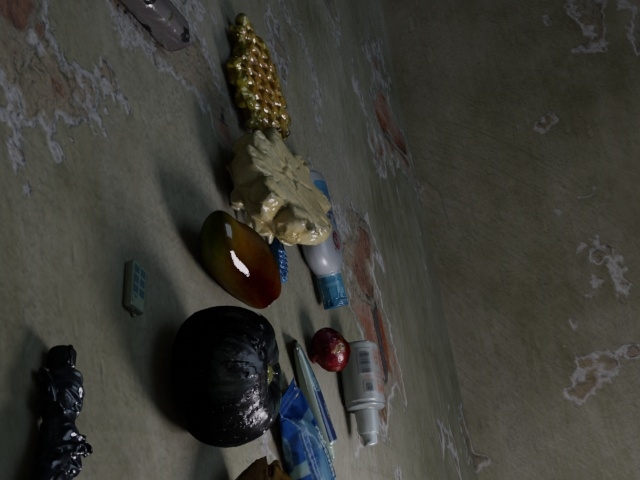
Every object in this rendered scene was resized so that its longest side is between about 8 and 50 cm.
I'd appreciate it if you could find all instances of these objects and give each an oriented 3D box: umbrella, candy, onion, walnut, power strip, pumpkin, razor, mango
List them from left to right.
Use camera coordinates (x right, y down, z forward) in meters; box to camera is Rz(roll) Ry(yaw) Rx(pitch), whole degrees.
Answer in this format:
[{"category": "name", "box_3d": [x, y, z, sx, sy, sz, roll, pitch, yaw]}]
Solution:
[{"category": "umbrella", "box_3d": [-0.319, 0.232, 1.223, 0.080, 0.071, 0.224, 99, -13, -52]}, {"category": "umbrella", "box_3d": [-0.332, -0.447, 1.752, 0.337, 0.067, 0.073, 44, 21, -59]}, {"category": "power strip", "box_3d": [-0.288, 0.073, 1.533, 0.040, 0.016, 0.090, 53, 27, -52]}, {"category": "pumpkin", "box_3d": [-0.151, 0.218, 1.596, 0.233, 0.163, 0.233, -5, 90, -79]}, {"category": "mango", "box_3d": [-0.153, 0.032, 1.837, 0.267, 0.111, 0.133, 55, 41, -51]}, {"category": "walnut", "box_3d": [-0.104, 0.460, 1.617, 0.245, 0.137, 0.137, -75, 146, -53]}, {"category": "razor", "box_3d": [-0.096, -0.024, 2.186, 0.082, 0.042, 0.253, 29, 50, -55]}, {"category": "candy", "box_3d": [-0.020, 0.450, 1.979, 0.187, 0.077, 0.331, -29, 105, -80]}, {"category": "onion", "box_3d": [0.019, 0.250, 2.243, 0.107, 0.097, 0.107, 51, -21, 29]}]

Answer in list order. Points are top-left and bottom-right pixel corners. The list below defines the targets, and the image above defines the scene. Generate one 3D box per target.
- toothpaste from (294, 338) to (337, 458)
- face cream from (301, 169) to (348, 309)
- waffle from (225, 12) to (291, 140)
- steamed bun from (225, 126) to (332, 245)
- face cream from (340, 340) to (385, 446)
[{"category": "toothpaste", "box_3d": [-0.015, 0.343, 2.133, 0.069, 0.047, 0.268, -14, 85, -60]}, {"category": "face cream", "box_3d": [0.000, 0.000, 2.404, 0.163, 0.080, 0.336, 6, 69, -71]}, {"category": "waffle", "box_3d": [-0.148, -0.367, 2.290, 0.281, 0.058, 0.300, 44, 33, -60]}, {"category": "steamed bun", "box_3d": [-0.098, -0.097, 2.071, 0.292, 0.137, 0.295, 19, 39, -56]}, {"category": "face cream", "box_3d": [0.105, 0.374, 2.389, 0.101, 0.101, 0.251, 43, 37, -60]}]
